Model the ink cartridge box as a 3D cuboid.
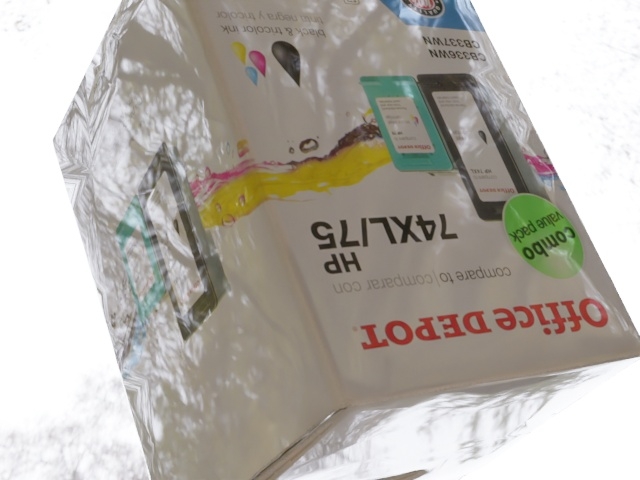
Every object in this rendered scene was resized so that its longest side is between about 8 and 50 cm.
[{"bbox_3d":[0.000,0.000,0.624,0.198,0.270,0.197,-4,-29,-35],"label":"ink cartridge box"}]
